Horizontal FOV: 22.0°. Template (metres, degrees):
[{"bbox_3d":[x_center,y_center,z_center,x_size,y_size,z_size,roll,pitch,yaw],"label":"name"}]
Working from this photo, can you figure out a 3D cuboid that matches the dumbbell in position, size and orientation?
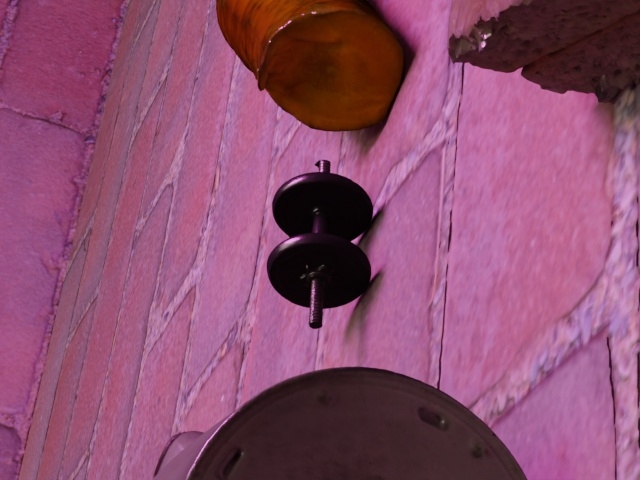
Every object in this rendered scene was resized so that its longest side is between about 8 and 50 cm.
[{"bbox_3d":[0.000,0.000,1.086,0.069,0.069,0.147,122,160,-44],"label":"dumbbell"}]

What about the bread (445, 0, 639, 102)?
[{"bbox_3d":[0.151,-0.165,0.669,0.337,0.102,0.183,165,126,-75],"label":"bread"}]

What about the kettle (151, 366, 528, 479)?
[{"bbox_3d":[-0.012,0.190,0.773,0.255,0.165,0.240,141,116,-66],"label":"kettle"}]

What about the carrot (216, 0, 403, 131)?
[{"bbox_3d":[-0.016,-0.165,1.262,0.302,0.114,0.114,-115,44,-66],"label":"carrot"}]
